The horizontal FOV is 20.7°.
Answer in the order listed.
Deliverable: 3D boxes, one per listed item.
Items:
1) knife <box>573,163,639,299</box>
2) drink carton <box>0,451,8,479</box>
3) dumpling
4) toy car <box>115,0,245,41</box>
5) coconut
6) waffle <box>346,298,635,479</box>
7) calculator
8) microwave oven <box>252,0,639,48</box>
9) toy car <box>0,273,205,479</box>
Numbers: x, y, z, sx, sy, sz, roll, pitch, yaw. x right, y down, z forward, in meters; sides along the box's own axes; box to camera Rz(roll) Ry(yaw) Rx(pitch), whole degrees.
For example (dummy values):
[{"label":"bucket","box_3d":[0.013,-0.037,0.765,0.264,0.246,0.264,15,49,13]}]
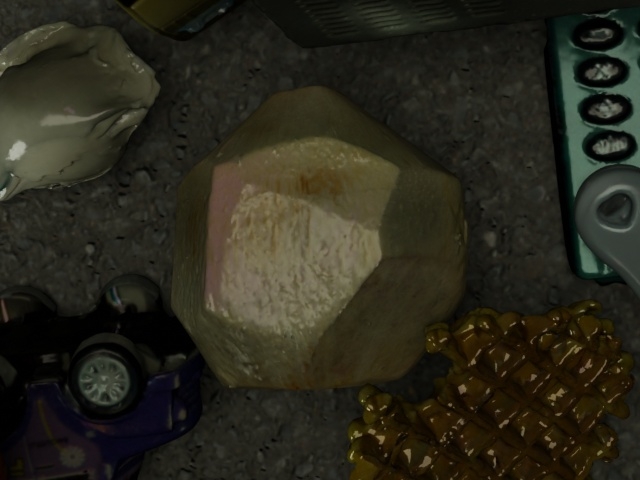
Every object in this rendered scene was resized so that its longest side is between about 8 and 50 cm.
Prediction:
[{"label":"knife","box_3d":[0.284,0.090,1.326,0.080,0.044,0.331,-28,104,11]},{"label":"drink carton","box_3d":[-0.289,0.264,1.271,0.111,0.351,0.154,12,55,6]},{"label":"dumpling","box_3d":[-0.211,-0.108,1.388,0.188,0.108,0.127,-24,62,21]},{"label":"toy car","box_3d":[-0.117,-0.215,1.291,0.101,0.257,0.124,-34,91,6]},{"label":"coconut","box_3d":[0.000,0.000,1.311,0.237,0.197,0.236,-1,87,15]},{"label":"waffle","box_3d":[0.128,0.142,1.314,0.232,0.051,0.228,-10,124,-17]},{"label":"calculator","box_3d":[0.301,-0.104,1.339,0.248,0.058,0.274,-6,90,7]},{"label":"microwave oven","box_3d":[0.077,-0.384,1.189,0.374,0.236,0.432,-5,72,19]},{"label":"toy car","box_3d":[-0.199,0.131,1.368,0.235,0.172,0.158,-6,107,5]}]
